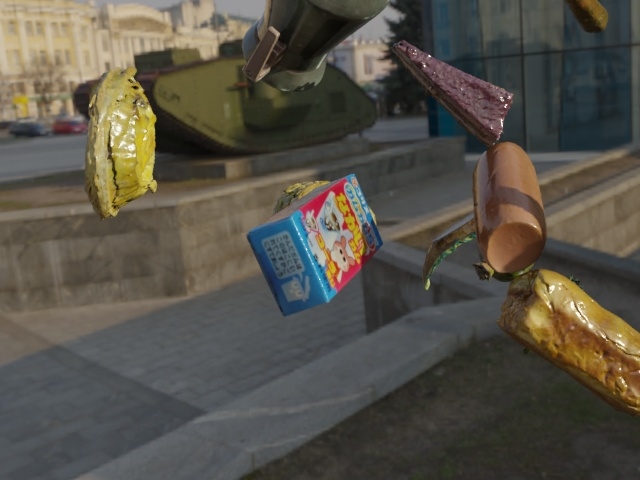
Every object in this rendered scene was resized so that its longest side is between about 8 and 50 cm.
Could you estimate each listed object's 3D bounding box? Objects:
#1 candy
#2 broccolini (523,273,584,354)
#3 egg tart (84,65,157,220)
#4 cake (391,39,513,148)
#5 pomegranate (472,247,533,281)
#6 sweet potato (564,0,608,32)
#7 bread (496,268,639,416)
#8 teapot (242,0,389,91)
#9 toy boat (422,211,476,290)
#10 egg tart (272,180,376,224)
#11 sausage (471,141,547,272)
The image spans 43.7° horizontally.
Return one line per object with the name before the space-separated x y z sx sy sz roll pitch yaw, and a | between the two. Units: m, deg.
candy | 0.001 -0.001 1.408 0.100 0.157 0.306 -20 8 26
broccolini | 0.491 0.158 1.742 0.074 0.201 0.058 24 21 -34
egg tart | -0.342 -0.165 1.410 0.107 0.290 0.291 5 10 -5
cake | 0.273 -0.320 1.631 0.295 0.112 0.116 36 1 -1
pomegranate | 0.382 0.029 1.648 0.130 0.130 0.130 -5 11 1
sweet potato | 0.639 -0.583 1.952 0.075 0.075 0.273 4 -14 39
bread | 0.517 0.196 1.560 0.344 0.148 0.195 35 -3 -4
teapot | -0.029 -0.465 1.630 0.300 0.253 0.344 -48 -1 -33
toy boat | 0.372 0.013 2.221 0.293 0.099 0.108 -41 6 13
egg tart | 0.015 -0.060 2.037 0.295 0.116 0.294 7 49 -8
sausage | 0.332 -0.069 1.422 0.121 0.121 0.304 -3 34 10
